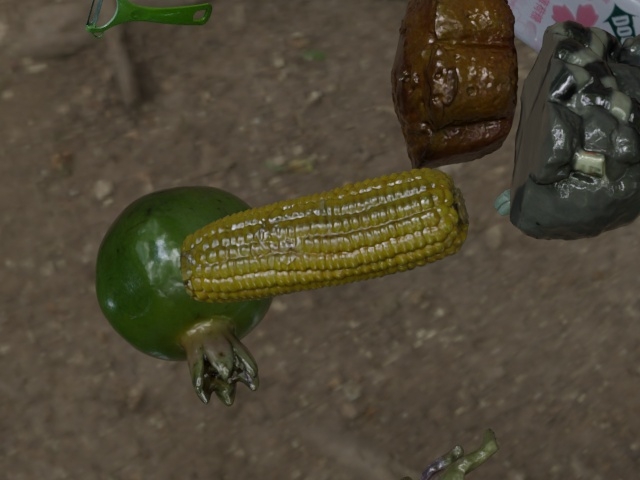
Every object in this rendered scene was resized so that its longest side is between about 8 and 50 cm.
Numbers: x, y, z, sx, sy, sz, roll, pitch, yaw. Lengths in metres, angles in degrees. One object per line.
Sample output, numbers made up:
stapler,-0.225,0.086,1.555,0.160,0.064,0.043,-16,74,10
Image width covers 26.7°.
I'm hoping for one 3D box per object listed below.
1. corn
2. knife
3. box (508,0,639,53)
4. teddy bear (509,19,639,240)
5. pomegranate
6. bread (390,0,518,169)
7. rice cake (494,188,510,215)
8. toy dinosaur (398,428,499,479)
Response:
corn,0.000,0.000,1.043,0.231,0.080,0.080,-12,97,9
knife,-0.200,-0.271,1.621,0.023,0.166,0.078,56,133,36
box,0.405,-0.288,1.820,0.369,0.112,0.190,42,139,19
teddy bear,0.236,-0.075,0.869,0.171,0.251,0.144,-106,23,-54
pomegranate,-0.123,0.057,1.326,0.187,0.187,0.225,-49,48,35
bread,0.151,-0.198,1.578,0.135,0.247,0.232,-4,82,-2
rice cake,0.299,-0.067,1.803,0.029,0.170,0.033,59,141,20
toy dinosaur,0.122,0.299,1.477,0.199,0.251,0.072,-26,107,11
